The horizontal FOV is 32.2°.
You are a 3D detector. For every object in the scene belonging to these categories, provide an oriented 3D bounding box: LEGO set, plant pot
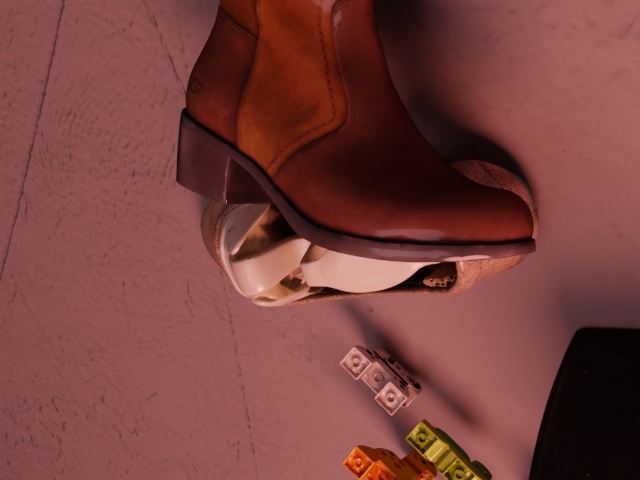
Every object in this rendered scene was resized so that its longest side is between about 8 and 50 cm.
[{"bbox_3d":[0.096,0.184,0.863,0.227,0.093,0.087,44,105,14],"label":"LEGO set"},{"bbox_3d":[0.229,0.178,0.681,0.188,0.167,0.187,-3,116,39],"label":"plant pot"}]

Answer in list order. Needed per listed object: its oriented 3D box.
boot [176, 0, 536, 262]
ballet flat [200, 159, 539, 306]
[{"bbox_3d":[0.034,-0.141,0.649,0.264,0.096,0.280,24,108,42],"label":"boot"},{"bbox_3d":[0.000,0.000,0.793,0.316,0.106,0.108,-9,111,43],"label":"ballet flat"}]
